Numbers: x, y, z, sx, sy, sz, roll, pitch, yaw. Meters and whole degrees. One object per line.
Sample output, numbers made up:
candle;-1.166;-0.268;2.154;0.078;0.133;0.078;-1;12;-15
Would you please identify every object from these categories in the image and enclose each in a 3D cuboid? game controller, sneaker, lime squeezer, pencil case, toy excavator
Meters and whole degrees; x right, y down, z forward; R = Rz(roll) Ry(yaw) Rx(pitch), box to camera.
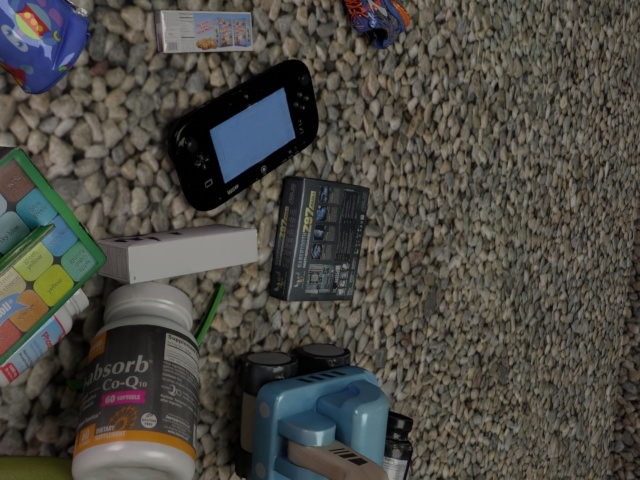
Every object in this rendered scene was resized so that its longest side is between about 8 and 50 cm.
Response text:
game controller;-0.120;-0.182;1.240;0.319;0.067;0.166;-38;123;-33
sneaker;0.089;-0.444;1.394;0.221;0.083;0.087;30;84;-41
lime squeezer;-0.256;0.192;1.198;0.310;0.059;0.110;-34;88;-36
pencil case;-0.410;-0.321;0.881;0.133;0.119;0.306;-42;129;-2
toy excavator;0.016;0.341;1.206;0.433;0.445;0.222;-2;99;-45

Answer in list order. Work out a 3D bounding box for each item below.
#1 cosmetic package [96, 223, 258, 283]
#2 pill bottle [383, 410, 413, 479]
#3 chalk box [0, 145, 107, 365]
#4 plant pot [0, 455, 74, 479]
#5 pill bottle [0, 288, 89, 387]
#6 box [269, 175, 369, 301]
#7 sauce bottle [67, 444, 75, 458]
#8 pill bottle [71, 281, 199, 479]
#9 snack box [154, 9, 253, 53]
cosmetic package;-0.221;0.016;1.154;0.239;0.099;0.060;-10;105;-45
pill bottle;0.131;0.483;1.580;0.123;0.123;0.219;20;83;-45
chalk box;-0.390;0.010;0.844;0.180;0.289;0.179;-48;128;-27
plant pot;-0.416;0.389;0.941;0.293;0.275;0.275;-4;101;-61
pill bottle;-0.401;0.117;0.999;0.160;0.087;0.087;-45;126;-29
box;0.000;0.000;1.401;0.183;0.059;0.233;3;96;-46
sauce bottle;-0.362;0.375;1.119;0.042;0.042;0.128;-17;110;-42
pill bottle;-0.253;0.207;1.036;0.162;0.162;0.278;40;33;-42
snack box;-0.184;-0.336;1.177;0.178;0.022;0.064;-15;107;-43
